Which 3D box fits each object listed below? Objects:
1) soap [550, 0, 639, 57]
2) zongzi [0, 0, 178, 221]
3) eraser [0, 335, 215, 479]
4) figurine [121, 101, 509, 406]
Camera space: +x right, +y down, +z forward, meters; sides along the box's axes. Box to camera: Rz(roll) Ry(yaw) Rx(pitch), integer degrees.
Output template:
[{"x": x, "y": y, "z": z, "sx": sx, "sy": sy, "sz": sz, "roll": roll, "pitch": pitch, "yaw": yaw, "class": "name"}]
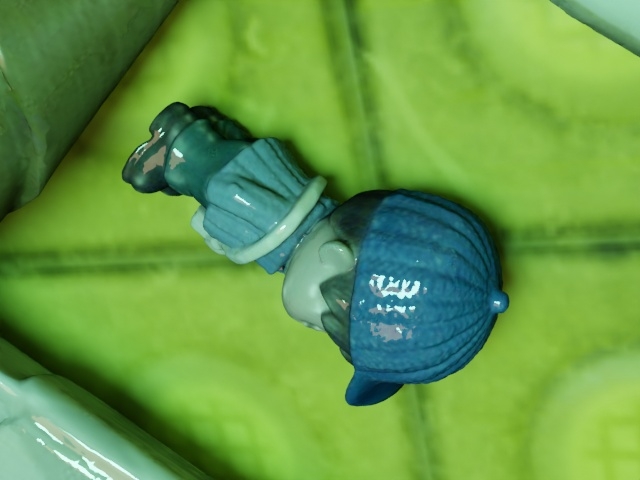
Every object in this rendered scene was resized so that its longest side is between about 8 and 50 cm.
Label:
[{"x": 0.154, "y": -0.125, "z": 0.411, "sx": 0.121, "sy": 0.063, "sz": 0.183, "roll": 28, "pitch": 121, "yaw": -15, "class": "soap"}, {"x": -0.323, "y": -0.075, "z": 0.643, "sx": 0.500, "sy": 0.467, "sz": 0.218, "roll": 38, "pitch": 163, "yaw": 39, "class": "zongzi"}, {"x": -0.042, "y": 0.200, "z": 0.643, "sx": 0.397, "sy": 0.082, "sz": 0.213, "roll": 34, "pitch": 119, "yaw": 5, "class": "eraser"}, {"x": 0.000, "y": 0.000, "z": 0.549, "sx": 0.149, "sy": 0.086, "sz": 0.087, "roll": 38, "pitch": 98, "yaw": 16, "class": "figurine"}]
